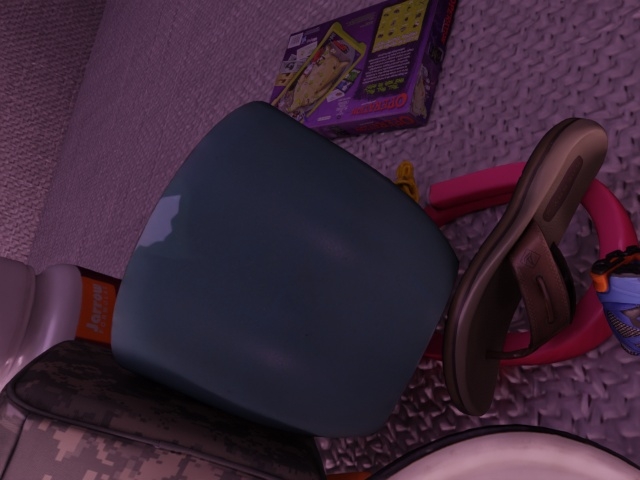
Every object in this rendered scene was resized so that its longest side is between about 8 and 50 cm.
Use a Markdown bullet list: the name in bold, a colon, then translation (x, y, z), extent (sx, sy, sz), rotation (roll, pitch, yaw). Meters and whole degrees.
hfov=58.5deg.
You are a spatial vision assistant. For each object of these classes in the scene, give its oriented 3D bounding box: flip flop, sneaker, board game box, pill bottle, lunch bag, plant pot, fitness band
- **flip flop**: translation (0.188, 0.029, 0.491), extent (0.080, 0.112, 0.277), rotation (28, 91, 37)
- **sneaker**: translation (0.322, 0.049, 0.418), extent (0.221, 0.083, 0.087), rotation (0, 111, 39)
- **board game box**: translation (0.045, -0.268, 0.919), extent (0.347, 0.056, 0.208), rotation (5, 71, 49)
- **pill bottle**: translation (-0.337, 0.165, 0.869), extent (0.224, 0.392, 0.224), rotation (-25, 54, 40)
- **lunch bag**: translation (-0.177, 0.265, 0.533), extent (0.212, 0.305, 0.256), rotation (-169, 100, -80)
- **plant pot**: translation (-0.010, 0.048, 0.556), extent (0.293, 0.235, 0.293), rotation (-62, -8, -15)
- **fitness band**: translation (0.180, 0.026, 0.607), extent (0.291, 0.054, 0.209), rotation (-12, 63, 48)

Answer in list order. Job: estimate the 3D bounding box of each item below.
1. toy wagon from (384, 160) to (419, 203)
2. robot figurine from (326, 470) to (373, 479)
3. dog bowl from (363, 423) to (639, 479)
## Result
- **toy wagon**: translation (0.000, 0.000, 0.788), extent (0.344, 0.068, 0.267), rotation (-43, 42, 45)
- **robot figurine**: translation (0.054, 0.313, 0.547), extent (0.219, 0.158, 0.128), rotation (-30, 28, 37)
- **dog bowl**: translation (0.090, 0.319, 0.310), extent (0.150, 0.408, 0.408), rotation (140, 138, -56)
